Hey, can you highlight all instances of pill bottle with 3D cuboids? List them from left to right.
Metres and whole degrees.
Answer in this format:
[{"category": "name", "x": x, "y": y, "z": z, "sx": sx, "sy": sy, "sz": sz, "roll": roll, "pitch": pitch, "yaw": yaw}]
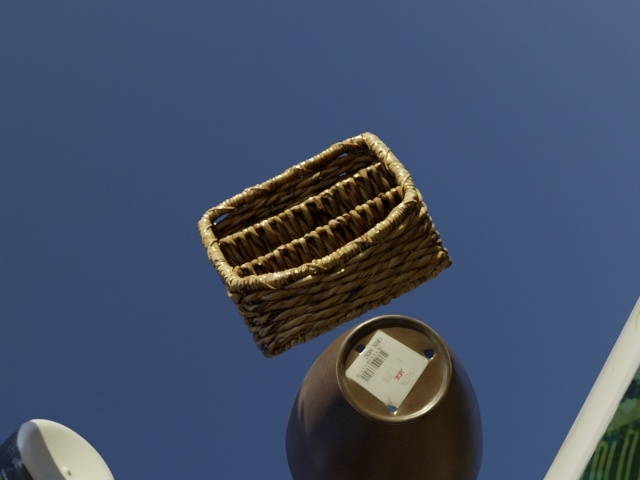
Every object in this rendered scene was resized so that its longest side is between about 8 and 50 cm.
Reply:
[{"category": "pill bottle", "x": -0.331, "y": 0.306, "z": 1.144, "sx": 0.246, "sy": 0.130, "sz": 0.130, "roll": -44, "pitch": -51, "yaw": 12}]

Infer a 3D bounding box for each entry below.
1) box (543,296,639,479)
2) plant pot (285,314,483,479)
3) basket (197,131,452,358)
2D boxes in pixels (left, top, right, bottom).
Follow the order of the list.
[{"category": "box", "x": 0.247, "y": 0.090, "z": 0.349, "sx": 0.058, "sy": 0.322, "sz": 0.232, "roll": -51, "pitch": -18, "yaw": -61}, {"category": "plant pot", "x": 0.067, "y": 0.167, "z": 1.130, "sx": 0.215, "sy": 0.215, "sz": 0.230, "roll": -60, "pitch": -14, "yaw": -23}, {"category": "basket", "x": 0.000, "y": 0.000, "z": 1.562, "sx": 0.299, "sy": 0.213, "sz": 0.223, "roll": -26, "pitch": -86, "yaw": -4}]
